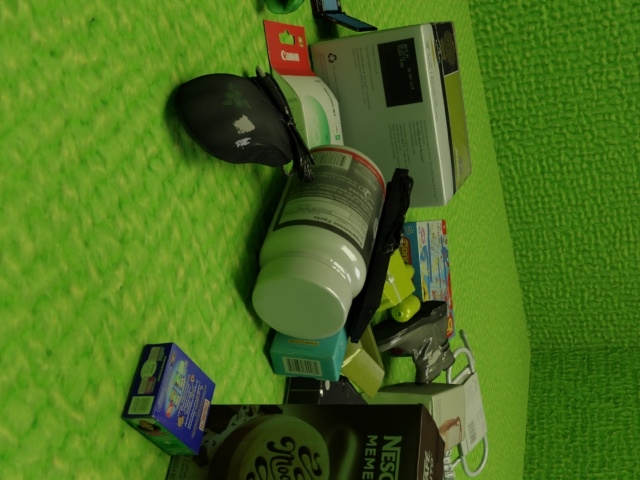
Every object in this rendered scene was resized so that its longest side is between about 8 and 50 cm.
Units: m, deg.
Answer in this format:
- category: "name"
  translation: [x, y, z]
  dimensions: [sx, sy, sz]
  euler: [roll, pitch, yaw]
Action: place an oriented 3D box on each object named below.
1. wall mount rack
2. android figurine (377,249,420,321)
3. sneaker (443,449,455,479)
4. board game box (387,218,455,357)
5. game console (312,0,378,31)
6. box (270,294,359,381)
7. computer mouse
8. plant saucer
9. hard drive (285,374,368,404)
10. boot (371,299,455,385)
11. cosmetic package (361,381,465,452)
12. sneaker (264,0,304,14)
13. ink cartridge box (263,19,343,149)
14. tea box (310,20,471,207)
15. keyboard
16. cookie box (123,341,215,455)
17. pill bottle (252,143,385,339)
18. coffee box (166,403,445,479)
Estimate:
- category: "wall mount rack"
  translation: [0.344, 0.391, 1.950]
  dimensions: [0.304, 0.130, 0.350]
  euler: [-32, 117, -43]
- category: "android figurine"
  translation: [0.125, 0.046, 1.585]
  dimensions: [0.248, 0.056, 0.273]
  euler: [68, 21, 2]
- category: "sneaker"
  translation: [0.269, 0.482, 1.804]
  dimensions: [0.076, 0.065, 0.166]
  euler: [171, -77, -75]
- category: "board game box"
  translation: [0.239, 0.104, 1.877]
  dimensions: [0.308, 0.086, 0.302]
  euler: [-8, 93, -69]
- category: "game console"
  translation: [0.046, -0.457, 1.505]
  dimensions: [0.144, 0.085, 0.124]
  euler: [-39, 122, -65]
- category: "box"
  translation: [0.002, 0.103, 1.240]
  dimensions: [0.244, 0.100, 0.060]
  euler: [-73, 162, -44]
- category: "computer mouse"
  translation: [-0.089, -0.171, 1.055]
  dimensions: [0.188, 0.072, 0.272]
  euler: [62, 24, 9]
- category: "plant saucer"
  translation: [0.056, 0.160, 1.365]
  dimensions: [0.188, 0.045, 0.188]
  euler: [50, 19, -55]
- category: "hard drive"
  translation: [0.000, 0.377, 1.239]
  dimensions: [0.237, 0.064, 0.339]
  euler: [56, 35, -51]
- category: "boot"
  translation: [0.199, 0.233, 1.642]
  dimensions: [0.246, 0.083, 0.161]
  euler: [-20, 103, -41]
- category: "cosmetic package"
  translation: [0.200, 0.370, 1.635]
  dimensions: [0.296, 0.153, 0.129]
  euler: [13, 76, -66]
- category: "sneaker"
  translation: [-0.079, -0.468, 1.123]
  dimensions: [0.343, 0.134, 0.146]
  euler: [51, 40, -56]
- category: "ink cartridge box"
  translation: [-0.023, -0.259, 1.335]
  dimensions: [0.181, 0.056, 0.224]
  euler: [-28, 113, -67]
- category: "tea box"
  translation: [0.155, -0.251, 1.557]
  dimensions: [0.323, 0.220, 0.329]
  euler: [-36, 119, -64]
- category: "keyboard"
  translation: [0.100, -0.004, 1.246]
  dimensions: [0.201, 0.033, 0.317]
  euler: [114, -6, -46]
- category: "cookie box"
  translation: [-0.167, 0.180, 0.885]
  dimensions: [0.107, 0.040, 0.092]
  euler: [60, 32, -47]
- category: "pill bottle"
  translation: [0.000, 0.000, 1.185]
  dimensions: [0.283, 0.161, 0.161]
  euler: [-73, 150, -43]
- category: "coffee box"
  translation: [-0.018, 0.282, 0.890]
  dimensions: [0.119, 0.297, 0.168]
  euler: [59, 33, -49]
